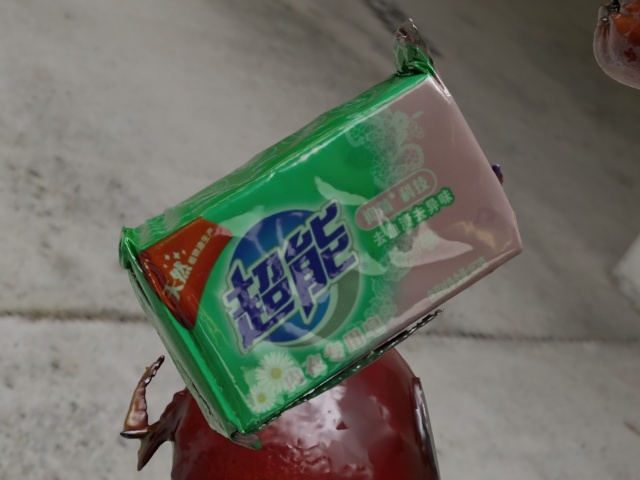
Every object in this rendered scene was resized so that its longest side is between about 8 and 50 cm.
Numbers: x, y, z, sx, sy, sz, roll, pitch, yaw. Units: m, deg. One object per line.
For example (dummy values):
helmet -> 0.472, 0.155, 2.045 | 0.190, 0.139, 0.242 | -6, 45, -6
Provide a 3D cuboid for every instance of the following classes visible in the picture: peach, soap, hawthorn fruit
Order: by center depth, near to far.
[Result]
soap -> -0.001, 0.000, 1.125 | 0.218, 0.273, 0.098 | 61, -14, -10
peach -> -0.025, 0.239, 1.698 | 0.310, 0.335, 0.406 | -5, 14, 10
hawthorn fruit -> 0.446, -0.251, 1.932 | 0.203, 0.163, 0.163 | 23, 24, -16
